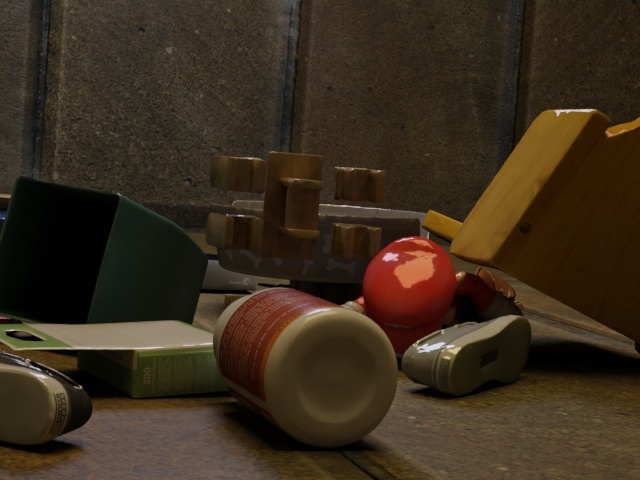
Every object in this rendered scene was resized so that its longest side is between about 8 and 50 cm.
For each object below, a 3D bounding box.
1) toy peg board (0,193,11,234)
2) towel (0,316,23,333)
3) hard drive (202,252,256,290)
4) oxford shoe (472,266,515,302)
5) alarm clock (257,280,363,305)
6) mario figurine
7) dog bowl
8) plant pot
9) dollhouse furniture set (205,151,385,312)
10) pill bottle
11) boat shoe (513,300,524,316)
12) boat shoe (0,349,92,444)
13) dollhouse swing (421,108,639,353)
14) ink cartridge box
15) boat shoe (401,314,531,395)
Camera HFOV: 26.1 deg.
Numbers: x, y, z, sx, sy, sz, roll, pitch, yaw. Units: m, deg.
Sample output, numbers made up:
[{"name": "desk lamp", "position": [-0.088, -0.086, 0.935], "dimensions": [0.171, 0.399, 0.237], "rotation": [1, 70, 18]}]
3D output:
[{"name": "toy peg board", "position": [-0.444, 0.025, 1.833], "dimensions": [0.161, 0.161, 0.079], "rotation": [4, 19, -7]}, {"name": "towel", "position": [-0.473, 0.094, 1.670], "dimensions": [0.197, 0.029, 0.144], "rotation": [5, 3, -29]}, {"name": "hard drive", "position": [-0.250, 0.050, 2.332], "dimensions": [0.254, 0.054, 0.172], "rotation": [3, 4, -20]}, {"name": "oxford shoe", "position": [0.283, 0.087, 2.294], "dimensions": [0.076, 0.076, 0.212], "rotation": [19, 9, 17]}, {"name": "alarm clock", "position": [-0.003, 0.079, 2.110], "dimensions": [0.192, 0.064, 0.129], "rotation": [7, 4, 9]}, {"name": "mario figurine", "position": [0.131, 0.105, 1.756], "dimensions": [0.170, 0.198, 0.320], "rotation": [49, 9, 15]}, {"name": "dog bowl", "position": [0.000, 0.000, 2.106], "dimensions": [0.348, 0.102, 0.349], "rotation": [3, 4, 0]}, {"name": "plant pot", "position": [-0.254, 0.040, 1.677], "dimensions": [0.165, 0.165, 0.234], "rotation": [11, -7, 31]}, {"name": "dollhouse furniture set", "position": [-0.049, 0.005, 1.833], "dimensions": [0.212, 0.242, 0.161], "rotation": [3, 4, -20]}, {"name": "pill bottle", "position": [-0.024, 0.107, 1.253], "dimensions": [0.121, 0.121, 0.216], "rotation": [3, 5, -21]}, {"name": "boat shoe", "position": [0.244, 0.107, 2.109], "dimensions": [0.135, 0.045, 0.050], "rotation": [4, 4, -5]}, {"name": "boat shoe", "position": [-0.288, 0.118, 1.149], "dimensions": [0.228, 0.080, 0.076], "rotation": [7, -1, 27]}, {"name": "dollhouse swing", "position": [0.357, -0.030, 1.826], "dimensions": [0.347, 0.315, 0.305], "rotation": [27, 17, -22]}, {"name": "ink cartridge box", "position": [-0.216, 0.117, 1.390], "dimensions": [0.235, 0.056, 0.171], "rotation": [-1, 6, -29]}, {"name": "boat shoe", "position": [0.165, 0.122, 1.553], "dimensions": [0.081, 0.079, 0.227], "rotation": [12, 10, 31]}]
